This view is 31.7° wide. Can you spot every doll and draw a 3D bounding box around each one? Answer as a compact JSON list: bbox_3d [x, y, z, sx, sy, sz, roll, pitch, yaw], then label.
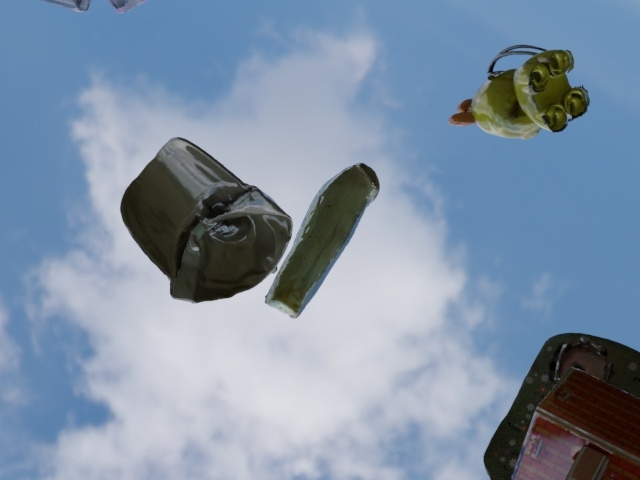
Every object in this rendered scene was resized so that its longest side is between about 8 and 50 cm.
[{"bbox_3d":[0.279,-0.208,1.636,0.143,0.135,0.221,-38,-160,-18],"label":"doll"}]

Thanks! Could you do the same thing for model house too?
[{"bbox_3d":[0.319,0.202,1.112,0.294,0.154,0.207,26,-104,23],"label":"model house"}]

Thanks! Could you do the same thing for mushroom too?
[{"bbox_3d":[-0.001,0.002,1.759,0.087,0.107,0.333,29,-129,2],"label":"mushroom"}]

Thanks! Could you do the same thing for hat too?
[{"bbox_3d":[-0.136,-0.029,1.367,0.144,0.166,0.173,31,-163,-44],"label":"hat"}]

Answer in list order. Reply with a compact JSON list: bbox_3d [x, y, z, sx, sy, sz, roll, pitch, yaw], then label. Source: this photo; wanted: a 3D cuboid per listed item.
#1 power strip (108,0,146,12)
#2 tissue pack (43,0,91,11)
[{"bbox_3d":[-0.193,-0.354,1.329,0.109,0.037,0.279,-25,-147,13],"label":"power strip"},{"bbox_3d":[-0.345,-0.350,1.361,0.156,0.112,0.051,18,-167,2],"label":"tissue pack"}]
